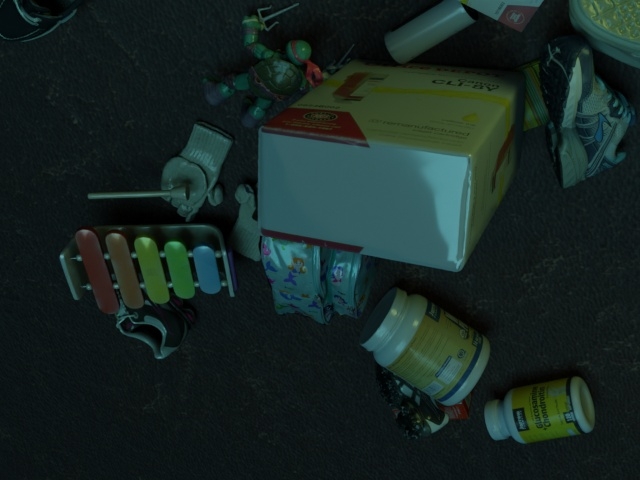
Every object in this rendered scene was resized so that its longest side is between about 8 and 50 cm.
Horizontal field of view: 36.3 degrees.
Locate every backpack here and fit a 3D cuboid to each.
[{"bbox_3d":[0.000,0.000,1.574,0.191,0.225,0.253,8,151,19],"label":"backpack"}]

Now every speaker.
[{"bbox_3d":[0.163,-0.313,1.431,0.136,0.055,0.055,-26,114,33],"label":"speaker"}]

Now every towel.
[{"bbox_3d":[0.270,-0.199,1.502,0.237,0.021,0.102,-19,116,29],"label":"towel"}]

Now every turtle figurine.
[{"bbox_3d":[-0.071,-0.267,1.511,0.175,0.118,0.234,45,132,-17],"label":"turtle figurine"}]

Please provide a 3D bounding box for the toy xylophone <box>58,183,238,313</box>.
[{"bbox_3d":[-0.311,0.018,1.750,0.322,0.081,0.236,-8,129,11],"label":"toy xylophone"}]

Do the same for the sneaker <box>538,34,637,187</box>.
[{"bbox_3d":[0.385,-0.197,1.397,0.122,0.110,0.283,-16,145,5],"label":"sneaker"}]

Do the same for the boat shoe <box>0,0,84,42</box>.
[{"bbox_3d":[-0.434,-0.397,1.542,0.302,0.091,0.114,-31,111,33],"label":"boat shoe"}]

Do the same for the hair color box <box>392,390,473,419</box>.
[{"bbox_3d":[0.215,0.306,1.864,0.141,0.072,0.043,-9,123,25],"label":"hair color box"}]

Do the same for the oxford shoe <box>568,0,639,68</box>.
[{"bbox_3d":[0.536,-0.263,1.303,0.449,0.130,0.169,21,92,-1],"label":"oxford shoe"}]

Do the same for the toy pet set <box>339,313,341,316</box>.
[{"bbox_3d":[0.013,0.085,1.770,0.114,0.065,0.122,5,126,15],"label":"toy pet set"}]

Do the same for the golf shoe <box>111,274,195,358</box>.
[{"bbox_3d":[-0.363,0.108,1.879,0.273,0.120,0.105,41,129,-12],"label":"golf shoe"}]

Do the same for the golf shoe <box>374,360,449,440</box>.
[{"bbox_3d":[0.167,0.281,1.821,0.093,0.198,0.077,-12,143,-21],"label":"golf shoe"}]

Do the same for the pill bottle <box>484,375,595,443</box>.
[{"bbox_3d":[0.400,0.315,1.789,0.184,0.103,0.103,-17,118,28],"label":"pill bottle"}]

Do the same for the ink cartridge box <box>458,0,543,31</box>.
[{"bbox_3d":[0.217,-0.380,1.331,0.198,0.067,0.115,26,153,-1],"label":"ink cartridge box"}]

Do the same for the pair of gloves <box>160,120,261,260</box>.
[{"bbox_3d":[-0.166,-0.078,1.723,0.240,0.042,0.204,35,129,-8],"label":"pair of gloves"}]

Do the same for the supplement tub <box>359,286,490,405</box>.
[{"bbox_3d":[0.185,0.186,1.737,0.199,0.144,0.144,33,129,-7],"label":"supplement tub"}]

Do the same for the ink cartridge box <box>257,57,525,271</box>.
[{"bbox_3d":[0.113,-0.126,1.356,0.279,0.385,0.161,9,116,18],"label":"ink cartridge box"}]
